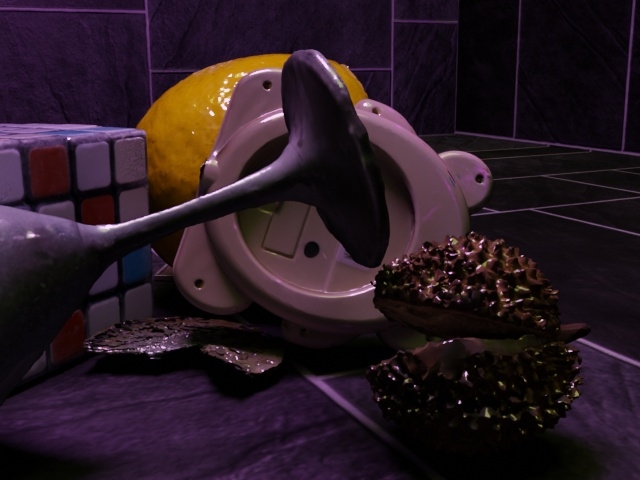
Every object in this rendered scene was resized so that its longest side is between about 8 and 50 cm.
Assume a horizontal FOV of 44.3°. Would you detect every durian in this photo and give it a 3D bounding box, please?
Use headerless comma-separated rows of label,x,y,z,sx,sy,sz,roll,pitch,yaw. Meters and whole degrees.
durian,0.133,0.085,0.663,0.196,0.196,0.167,-1,-5,-2

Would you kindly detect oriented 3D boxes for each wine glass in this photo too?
wine glass,-0.164,0.001,0.646,0.406,0.267,0.267,-20,17,-13

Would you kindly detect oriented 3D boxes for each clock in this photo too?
clock,0.015,-0.021,0.873,0.309,0.284,0.114,19,-7,-1

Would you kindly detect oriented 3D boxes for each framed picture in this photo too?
framed picture,-0.195,0.042,1.260,0.109,0.011,0.149,0,13,5

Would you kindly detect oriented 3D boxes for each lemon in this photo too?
lemon,-0.103,-0.082,1.087,0.364,0.364,0.364,0,12,0

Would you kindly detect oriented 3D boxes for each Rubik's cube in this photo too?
Rubik's cube,-0.369,-0.001,0.902,0.259,0.253,0.256,7,14,26

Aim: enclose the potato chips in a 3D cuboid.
potato chips,-0.134,0.112,0.865,0.220,0.029,0.202,10,7,36
